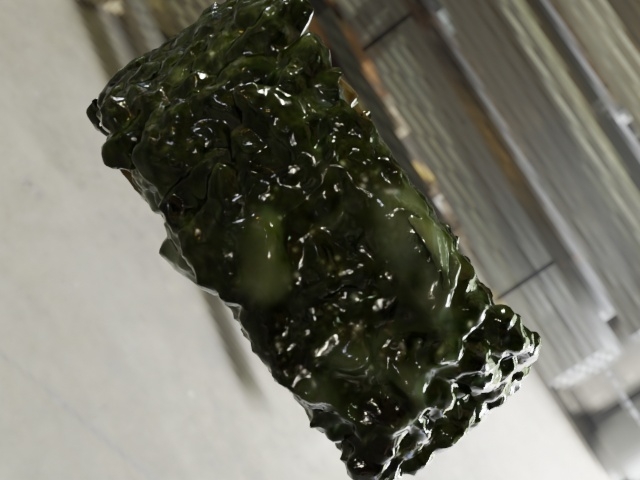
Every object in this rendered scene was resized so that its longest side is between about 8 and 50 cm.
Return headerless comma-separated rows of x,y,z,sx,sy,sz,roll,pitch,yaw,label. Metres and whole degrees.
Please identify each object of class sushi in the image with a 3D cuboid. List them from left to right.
0.000,0.000,1.019,0.352,0.178,0.294,53,1,-13,sushi
